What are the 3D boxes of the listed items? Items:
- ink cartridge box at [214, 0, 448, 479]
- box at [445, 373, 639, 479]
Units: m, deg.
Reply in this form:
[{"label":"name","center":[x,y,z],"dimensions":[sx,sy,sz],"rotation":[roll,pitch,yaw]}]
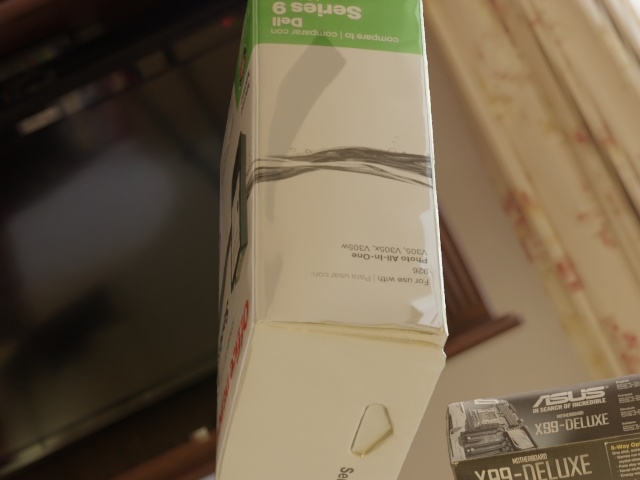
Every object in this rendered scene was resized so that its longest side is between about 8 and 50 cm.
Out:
[{"label":"ink cartridge box","center":[0.000,0.000,1.217],"dimensions":[0.121,0.289,0.211],"rotation":[5,142,-8]},{"label":"box","center":[0.273,0.220,1.498],"dimensions":[0.307,0.242,0.076],"rotation":[-10,-145,10]}]
